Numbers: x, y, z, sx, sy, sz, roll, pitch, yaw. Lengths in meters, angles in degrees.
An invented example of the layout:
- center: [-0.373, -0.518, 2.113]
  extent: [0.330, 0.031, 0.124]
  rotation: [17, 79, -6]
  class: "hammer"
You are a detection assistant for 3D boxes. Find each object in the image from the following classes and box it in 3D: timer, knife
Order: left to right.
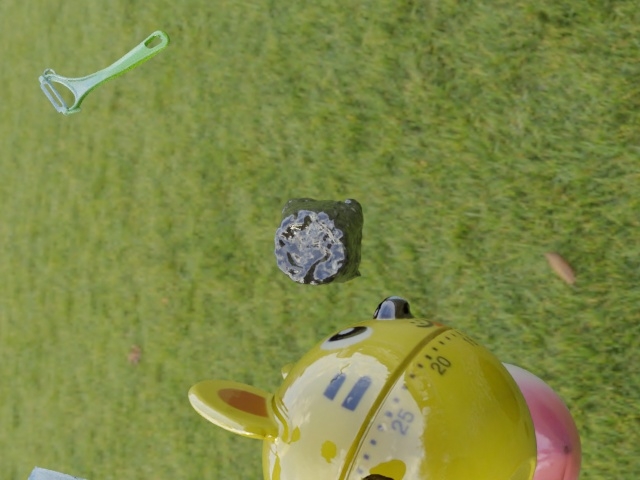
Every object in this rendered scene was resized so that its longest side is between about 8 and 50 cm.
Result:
- center: [-0.261, -0.214, 1.202]
  extent: [0.078, 0.166, 0.022]
  rotation: [52, 163, 20]
  class: "knife"
- center: [0.062, 0.241, 1.223]
  extent: [0.387, 0.376, 0.376]
  rotation: [26, 109, 26]
  class: "timer"

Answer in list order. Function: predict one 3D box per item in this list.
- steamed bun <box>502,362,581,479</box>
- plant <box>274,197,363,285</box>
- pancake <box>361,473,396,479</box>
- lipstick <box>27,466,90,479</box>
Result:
- center: [0.284, 0.333, 1.529]
  extent: [0.309, 0.309, 0.309]
  rotation: [-13, 74, 55]
  class: "steamed bun"
- center: [0.000, 0.000, 1.467]
  extent: [0.194, 0.129, 0.132]
  rotation: [-43, -42, -82]
  class: "plant"
- center: [-0.016, 0.264, 0.833]
  extent: [0.197, 0.376, 0.054]
  rotation: [-32, 77, 22]
  class: "pancake"
- center: [-0.265, 0.379, 1.312]
  extent: [0.077, 0.290, 0.076]
  rotation: [88, -162, -51]
  class: "lipstick"
